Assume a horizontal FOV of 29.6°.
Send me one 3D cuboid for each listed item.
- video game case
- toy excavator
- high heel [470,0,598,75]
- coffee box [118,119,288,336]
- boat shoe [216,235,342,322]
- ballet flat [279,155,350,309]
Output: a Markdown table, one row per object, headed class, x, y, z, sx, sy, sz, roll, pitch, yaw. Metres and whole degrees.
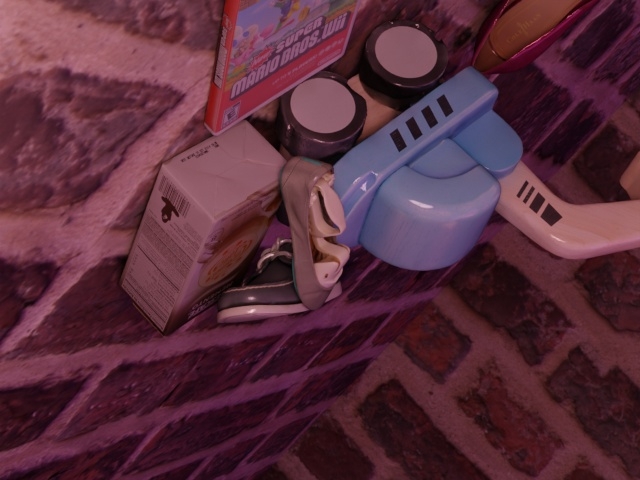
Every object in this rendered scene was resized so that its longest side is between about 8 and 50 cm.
| class | x | y | z | sx | sy | sz | roll | pitch | yaw |
| --- | --- | --- | --- | --- | --- | --- | --- | --- | --- |
| video game case | -0.027 | -0.243 | 1.282 | 0.204 | 0.025 | 0.285 | -36 | 163 | -26 |
| toy excavator | 0.206 | -0.068 | 1.547 | 0.433 | 0.445 | 0.222 | -36 | 164 | -25 |
| high heel | 0.352 | -0.368 | 1.701 | 0.181 | 0.127 | 0.377 | -45 | 173 | -40 |
| coffee box | -0.142 | -0.012 | 1.471 | 0.141 | 0.098 | 0.246 | -33 | 162 | -38 |
| boat shoe | -0.056 | 0.044 | 1.564 | 0.116 | 0.099 | 0.319 | -7 | -178 | 19 |
| ballet flat | 0.000 | 0.000 | 1.418 | 0.072 | 0.068 | 0.213 | -47 | 138 | -43 |
